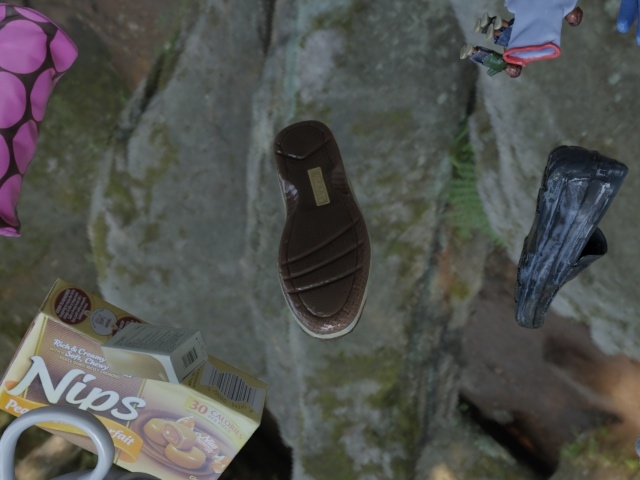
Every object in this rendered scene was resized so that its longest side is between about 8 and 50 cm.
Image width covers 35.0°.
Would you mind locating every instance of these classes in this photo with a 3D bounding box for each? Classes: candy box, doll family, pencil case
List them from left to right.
[{"bbox_3d":[-0.291,-0.109,0.945,0.095,0.209,0.098,11,171,38],"label":"pencil case"},{"bbox_3d":[-0.252,0.204,1.346,0.316,0.183,0.088,30,-150,-11],"label":"candy box"},{"bbox_3d":[0.287,-0.294,1.432,0.111,0.076,0.193,19,164,-15],"label":"doll family"}]

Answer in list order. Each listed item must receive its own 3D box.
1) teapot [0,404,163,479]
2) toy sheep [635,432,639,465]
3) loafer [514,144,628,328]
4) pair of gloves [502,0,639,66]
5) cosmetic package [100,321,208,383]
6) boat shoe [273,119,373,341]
[{"bbox_3d":[-0.181,0.305,0.946,0.256,0.187,0.253,34,-157,-49],"label":"teapot"},{"bbox_3d":[0.344,0.203,0.955,0.132,0.091,0.091,58,169,0],"label":"toy sheep"},{"bbox_3d":[0.239,0.007,0.990,0.078,0.076,0.223,13,133,7],"label":"loafer"},{"bbox_3d":[0.240,-0.217,0.835,0.198,0.159,0.023,0,154,32],"label":"pair of gloves"},{"bbox_3d":[-0.198,0.133,1.210,0.115,0.060,0.041,4,120,36],"label":"cosmetic package"},{"bbox_3d":[0.008,-0.002,1.035,0.095,0.095,0.258,71,-168,-54],"label":"boat shoe"}]
